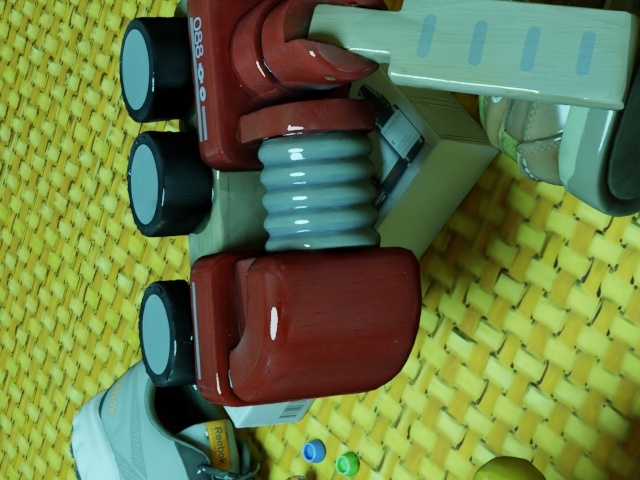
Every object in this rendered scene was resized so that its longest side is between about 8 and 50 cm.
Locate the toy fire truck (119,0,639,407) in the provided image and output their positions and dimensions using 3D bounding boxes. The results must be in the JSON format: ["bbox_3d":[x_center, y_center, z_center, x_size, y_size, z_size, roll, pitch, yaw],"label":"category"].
[{"bbox_3d":[0.019,-0.031,0.634,0.246,0.159,0.217,-9,84,64],"label":"toy fire truck"}]

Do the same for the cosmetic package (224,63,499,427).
[{"bbox_3d":[0.000,0.000,0.803,0.239,0.060,0.099,-56,51,29],"label":"cosmetic package"}]

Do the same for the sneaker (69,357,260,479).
[{"bbox_3d":[-0.078,0.188,0.853,0.108,0.100,0.271,-48,56,27],"label":"sneaker"}]

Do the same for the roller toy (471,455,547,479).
[{"bbox_3d":[0.097,0.224,0.597,0.191,0.146,0.209,86,168,-52],"label":"roller toy"}]

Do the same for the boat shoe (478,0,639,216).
[{"bbox_3d":[0.150,-0.169,0.616,0.104,0.111,0.307,34,112,40],"label":"boat shoe"}]

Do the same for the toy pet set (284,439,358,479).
[{"bbox_3d":[0.006,0.191,0.786,0.122,0.065,0.114,12,97,46],"label":"toy pet set"}]
